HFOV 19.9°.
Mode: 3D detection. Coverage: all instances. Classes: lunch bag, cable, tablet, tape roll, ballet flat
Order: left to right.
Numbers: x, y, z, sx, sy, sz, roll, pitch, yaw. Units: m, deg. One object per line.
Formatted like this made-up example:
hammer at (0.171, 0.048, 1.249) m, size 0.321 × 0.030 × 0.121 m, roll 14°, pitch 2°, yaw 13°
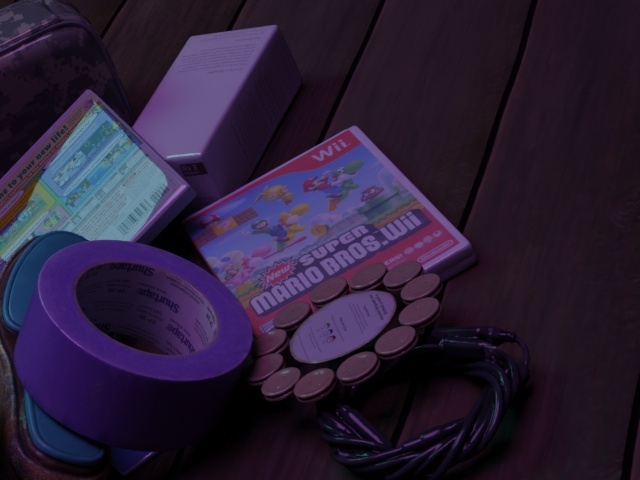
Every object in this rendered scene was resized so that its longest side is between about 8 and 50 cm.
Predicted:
lunch bag at (-0.363, -0.134, 1.971) m, size 0.305 × 0.212 × 0.256 m, roll -29°, pitch 29°, yaw -11°
ballet flat at (-0.246, 0.125, 1.614) m, size 0.123 × 0.123 × 0.348 m, roll -21°, pitch 35°, yaw 7°
tablet at (-0.168, 0.173, 1.587) m, size 0.054 × 0.006 × 0.083 m, roll -37°, pitch 34°, yaw -17°
tape roll at (-0.158, 0.086, 1.540) m, size 0.189 × 0.080 × 0.189 m, roll 17°, pitch 30°, yaw -10°
cable at (0.073, 0.133, 1.454) m, size 0.184 × 0.047 × 0.150 m, roll -4°, pitch 45°, yaw 32°

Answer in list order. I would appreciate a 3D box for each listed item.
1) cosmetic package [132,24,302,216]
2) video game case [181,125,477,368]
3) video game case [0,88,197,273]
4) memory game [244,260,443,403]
cosmetic package at (-0.116, -0.125, 1.911) m, size 0.117 × 0.085 × 0.231 m, roll -4°, pitch 40°, yaw 29°
video game case at (0.000, 0.000, 1.705) m, size 0.204 × 0.025 × 0.285 m, roll -29°, pitch 32°, yaw -6°
video game case at (-0.249, -0.024, 1.808) m, size 0.212 × 0.023 × 0.193 m, roll -46°, pitch 53°, yaw -1°
memory game at (0.020, 0.075, 1.527) m, size 0.186 × 0.012 × 0.186 m, roll -23°, pitch 24°, yaw 11°
